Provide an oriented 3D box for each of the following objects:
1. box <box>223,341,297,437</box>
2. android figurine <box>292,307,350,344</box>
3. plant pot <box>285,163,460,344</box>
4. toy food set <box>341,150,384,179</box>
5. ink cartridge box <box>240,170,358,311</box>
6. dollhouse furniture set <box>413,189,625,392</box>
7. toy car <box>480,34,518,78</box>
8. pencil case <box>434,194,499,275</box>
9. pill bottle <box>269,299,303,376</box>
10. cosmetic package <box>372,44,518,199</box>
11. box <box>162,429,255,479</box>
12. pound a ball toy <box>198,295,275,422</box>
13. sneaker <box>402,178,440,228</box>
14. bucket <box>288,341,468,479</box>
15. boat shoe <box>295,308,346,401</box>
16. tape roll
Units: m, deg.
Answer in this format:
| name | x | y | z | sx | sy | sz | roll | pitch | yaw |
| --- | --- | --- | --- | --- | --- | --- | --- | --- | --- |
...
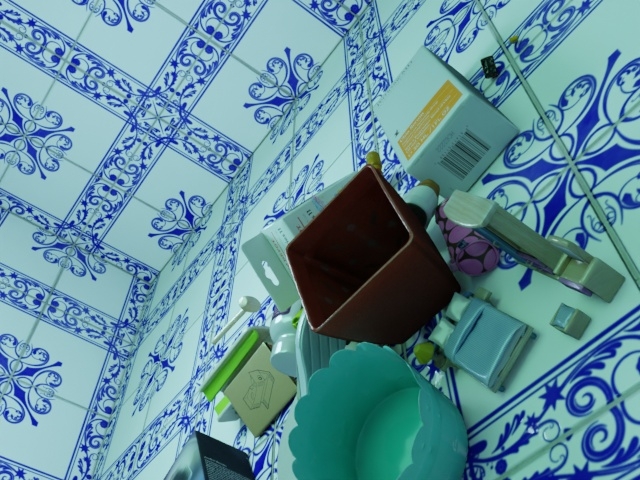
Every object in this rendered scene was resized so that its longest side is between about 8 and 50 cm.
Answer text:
| name | x | y | z | sx | sy | sz | roll | pitch | yaw |
| --- | --- | --- | --- | --- | --- | --- | --- | --- | --- |
| box | -0.160 | 0.402 | 1.833 | 0.164 | 0.021 | 0.201 | 48 | 112 | 26 |
| android figurine | 0.060 | 0.161 | 1.589 | 0.248 | 0.056 | 0.273 | -8 | 19 | 25 |
| plant pot | 0.122 | 0.059 | 1.386 | 0.267 | 0.235 | 0.267 | -45 | 36 | 18 |
| toy food set | 0.114 | -0.129 | 1.936 | 0.232 | 0.111 | 0.105 | -47 | 24 | 23 |
| ink cartridge box | 0.000 | 0.000 | 1.688 | 0.353 | 0.207 | 0.119 | -36 | 7 | -36 |
| dollhouse furniture set | 0.273 | 0.109 | 1.145 | 0.304 | 0.198 | 0.286 | -59 | 21 | 2 |
| toy car | 0.462 | -0.459 | 1.731 | 0.122 | 0.060 | 0.040 | -35 | -17 | 16 |
| pencil case | 0.293 | -0.015 | 1.404 | 0.098 | 0.095 | 0.209 | -31 | 26 | 15 |
| pill bottle | -0.038 | 0.193 | 1.768 | 0.169 | 0.169 | 0.302 | -37 | 30 | 45 |
| cosmetic package | 0.292 | -0.305 | 1.707 | 0.230 | 0.161 | 0.453 | -51 | 22 | 19 |
| box | -0.304 | 0.689 | 1.692 | 0.296 | 0.182 | 0.294 | -58 | 20 | 2 |
| pound a ball toy | -0.219 | 0.340 | 1.978 | 0.319 | 0.135 | 0.208 | -52 | 58 | 18 |
| sneaker | 0.207 | -0.033 | 1.588 | 0.123 | 0.105 | 0.290 | -54 | -4 | -35 |
| bucket | 0.101 | 0.334 | 1.159 | 0.281 | 0.183 | 0.281 | -25 | 47 | 29 |
| boat shoe | -0.013 | 0.268 | 1.419 | 0.094 | 0.109 | 0.303 | 153 | 122 | -63 |
| tape roll | 0.042 | 0.392 | 1.463 | 0.392 | 0.072 | 0.392 | -47 | 25 | 30 |
